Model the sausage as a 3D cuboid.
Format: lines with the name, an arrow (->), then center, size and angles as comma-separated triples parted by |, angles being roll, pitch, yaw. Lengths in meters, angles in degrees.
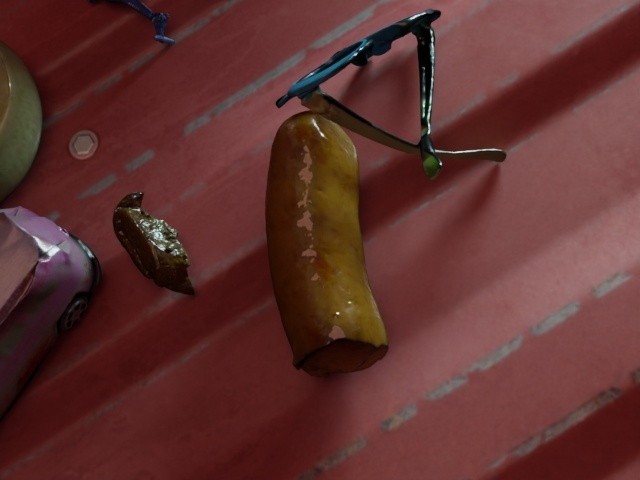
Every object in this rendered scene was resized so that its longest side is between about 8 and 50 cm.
sausage -> 0.001, 0.000, 1.401 | 0.109, 0.109, 0.270 | -10, 69, 11

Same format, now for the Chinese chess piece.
Chinese chess piece -> -0.420, -0.132, 1.563 | 0.238, 0.092, 0.237 | -5, 70, 14

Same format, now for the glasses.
glasses -> 0.093, -0.148, 1.397 | 0.207, 0.102, 0.239 | 33, 37, 14

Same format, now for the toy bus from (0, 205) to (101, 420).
toy bus -> -0.355, 0.105, 1.434 | 0.128, 0.147, 0.302 | 32, 82, 17

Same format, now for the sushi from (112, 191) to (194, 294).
sushi -> -0.172, 0.006, 1.467 | 0.120, 0.055, 0.052 | 48, 132, 31

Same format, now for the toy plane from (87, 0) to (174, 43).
toy plane -> -0.224, -0.277, 1.593 | 0.167, 0.054, 0.062 | 40, 109, 24
